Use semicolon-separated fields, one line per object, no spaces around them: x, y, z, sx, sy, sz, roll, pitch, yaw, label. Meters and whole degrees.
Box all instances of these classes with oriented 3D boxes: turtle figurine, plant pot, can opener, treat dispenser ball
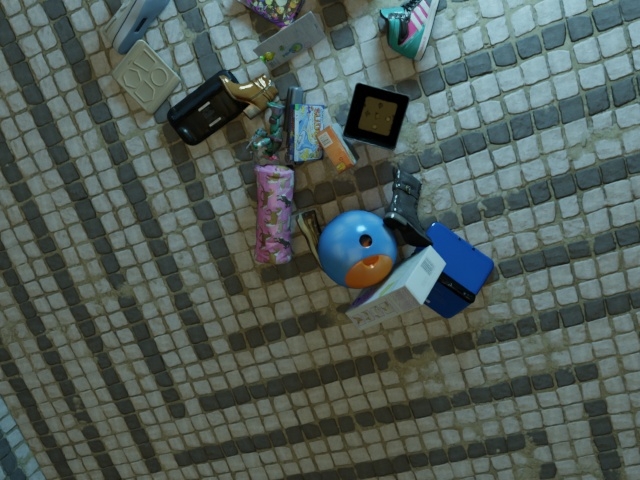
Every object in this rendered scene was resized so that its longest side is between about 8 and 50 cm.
-0.193;-0.385;1.785;0.118;0.175;0.234;13;108;-18;turtle figurine
0.197;-0.432;1.700;0.187;0.167;0.188;16;106;5;plant pot
-0.087;-0.424;1.811;0.095;0.076;0.283;1;108;-25;can opener
0.134;0.033;1.773;0.288;0.288;0.288;2;105;9;treat dispenser ball

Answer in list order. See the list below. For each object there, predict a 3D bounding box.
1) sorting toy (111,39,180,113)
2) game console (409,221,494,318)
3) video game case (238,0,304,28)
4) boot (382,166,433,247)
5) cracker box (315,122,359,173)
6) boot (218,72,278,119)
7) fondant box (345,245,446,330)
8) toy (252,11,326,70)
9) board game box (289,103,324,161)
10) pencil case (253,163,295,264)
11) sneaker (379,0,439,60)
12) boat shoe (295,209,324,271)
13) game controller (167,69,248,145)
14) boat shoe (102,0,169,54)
-0.665;-0.624;1.859;0.193;0.038;0.208;-42;99;17;sorting toy
0.468;0.120;1.879;0.293;0.173;0.250;36;138;-1;game console
-0.162;-0.887;1.699;0.232;0.042;0.210;32;109;-1;video game case
0.338;-0.119;1.759;0.263;0.229;0.091;36;149;-30;boot
0.064;-0.329;1.714;0.067;0.232;0.155;-30;98;17;cracker box
-0.261;-0.558;1.765;0.152;0.073;0.197;-44;121;-2;boot
0.267;0.176;1.749;0.096;0.238;0.330;48;137;-5;fondant box
-0.115;-0.711;1.711;0.237;0.137;0.056;-30;67;14;toy
-0.050;-0.394;1.774;0.035;0.136;0.201;19;114;48;board game box
-0.179;-0.097;1.851;0.160;0.167;0.386;11;108;28;pencil case
0.291;-0.772;1.621;0.178;0.124;0.295;11;108;-4;sneaker
-0.001;0.001;1.890;0.095;0.095;0.257;-26;99;9;boat shoe
-0.430;-0.500;1.847;0.319;0.067;0.166;-31;113;16;game controller
-0.672;-0.864;1.752;0.156;0.136;0.367;48;116;-2;boat shoe
